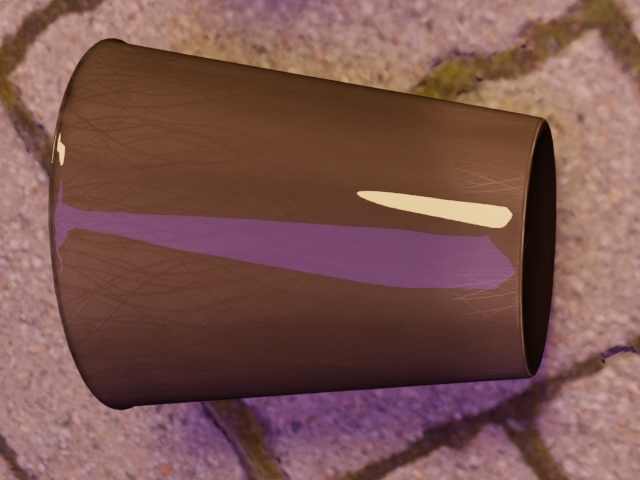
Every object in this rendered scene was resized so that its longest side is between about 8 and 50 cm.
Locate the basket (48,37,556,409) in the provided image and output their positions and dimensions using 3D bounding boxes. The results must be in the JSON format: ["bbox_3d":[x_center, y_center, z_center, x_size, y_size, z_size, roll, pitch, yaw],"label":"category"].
[{"bbox_3d":[0.000,0.000,0.626,0.227,0.154,0.204,4,110,17],"label":"basket"}]
